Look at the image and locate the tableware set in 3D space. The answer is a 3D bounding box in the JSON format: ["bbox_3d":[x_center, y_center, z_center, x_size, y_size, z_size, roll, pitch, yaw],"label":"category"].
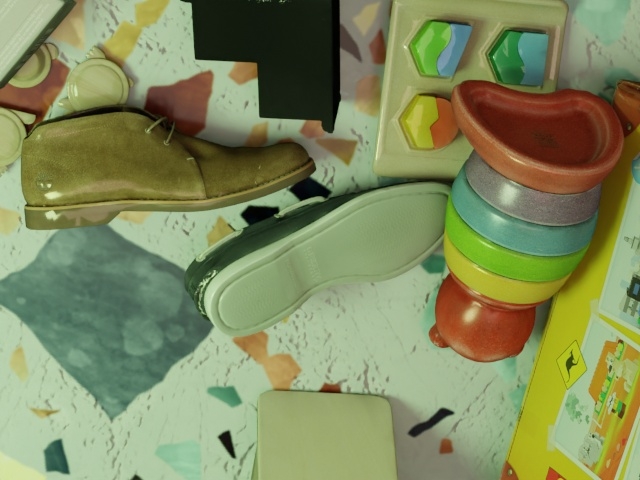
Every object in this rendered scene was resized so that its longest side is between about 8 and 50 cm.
[{"bbox_3d":[-0.285,-0.134,1.817,0.141,0.020,0.168,24,100,-14],"label":"tableware set"}]

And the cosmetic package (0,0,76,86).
[{"bbox_3d":[-0.375,-0.266,1.721,0.238,0.107,0.127,42,97,-6],"label":"cosmetic package"}]

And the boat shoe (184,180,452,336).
[{"bbox_3d":[0.000,0.000,1.839,0.303,0.091,0.114,-19,122,-21],"label":"boat shoe"}]

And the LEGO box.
[{"bbox_3d":[0.403,0.132,1.760,0.193,0.372,0.500,7,106,-29],"label":"LEGO box"}]

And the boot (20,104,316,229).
[{"bbox_3d":[-0.157,-0.086,1.795,0.305,0.112,0.115,-7,98,-9],"label":"boot"}]

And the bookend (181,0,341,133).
[{"bbox_3d":[-0.059,-0.198,1.789,0.156,0.072,0.157,3,124,7],"label":"bookend"}]

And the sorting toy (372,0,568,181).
[{"bbox_3d":[0.160,-0.158,1.834,0.193,0.038,0.208,4,105,-15],"label":"sorting toy"}]

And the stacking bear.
[{"bbox_3d":[0.196,0.001,1.815,0.175,0.164,0.289,4,126,-15],"label":"stacking bear"}]

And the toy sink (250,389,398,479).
[{"bbox_3d":[0.000,0.295,1.891,0.153,0.234,0.131,4,134,-8],"label":"toy sink"}]
